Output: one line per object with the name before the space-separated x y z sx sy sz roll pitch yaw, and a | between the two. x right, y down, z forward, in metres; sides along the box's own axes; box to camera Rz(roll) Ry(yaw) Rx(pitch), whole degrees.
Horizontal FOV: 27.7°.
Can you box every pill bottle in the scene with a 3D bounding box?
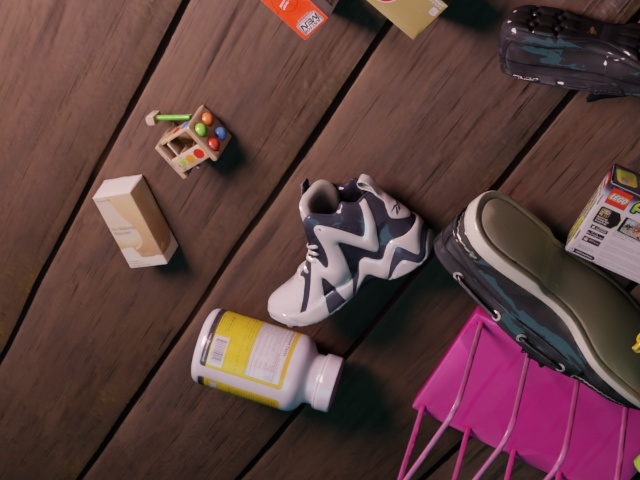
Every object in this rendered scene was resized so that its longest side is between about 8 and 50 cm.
pill bottle | -0.067 0.161 1.682 0.184 0.103 0.103 17 132 7

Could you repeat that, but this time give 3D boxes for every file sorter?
file sorter | 0.264 0.260 1.587 0.291 0.182 0.202 26 132 -2

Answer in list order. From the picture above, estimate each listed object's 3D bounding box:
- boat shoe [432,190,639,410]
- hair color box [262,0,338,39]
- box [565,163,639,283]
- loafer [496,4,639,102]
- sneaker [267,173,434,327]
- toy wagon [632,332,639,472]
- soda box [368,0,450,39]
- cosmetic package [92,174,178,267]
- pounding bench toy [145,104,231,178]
boat shoe | 0.261 0.087 1.484 0.340 0.127 0.113 38 139 -19
hair color box | -0.045 -0.279 1.327 0.141 0.072 0.043 41 130 -14
box | 0.389 0.006 1.426 0.207 0.036 0.114 25 132 -1
loafer | 0.286 -0.175 1.292 0.223 0.076 0.078 15 137 15
sneaker | 0.000 0.000 1.530 0.235 0.094 0.153 -25 115 35
toy wagon | 0.469 0.182 1.439 0.344 0.068 0.267 41 98 -18
soda box | 0.049 -0.288 1.290 0.181 0.061 0.058 38 132 -12
cosmetic package | -0.232 -0.023 1.631 0.060 0.041 0.115 -8 125 27
pounding bench toy | -0.155 -0.127 1.508 0.065 0.052 0.083 -27 115 35
